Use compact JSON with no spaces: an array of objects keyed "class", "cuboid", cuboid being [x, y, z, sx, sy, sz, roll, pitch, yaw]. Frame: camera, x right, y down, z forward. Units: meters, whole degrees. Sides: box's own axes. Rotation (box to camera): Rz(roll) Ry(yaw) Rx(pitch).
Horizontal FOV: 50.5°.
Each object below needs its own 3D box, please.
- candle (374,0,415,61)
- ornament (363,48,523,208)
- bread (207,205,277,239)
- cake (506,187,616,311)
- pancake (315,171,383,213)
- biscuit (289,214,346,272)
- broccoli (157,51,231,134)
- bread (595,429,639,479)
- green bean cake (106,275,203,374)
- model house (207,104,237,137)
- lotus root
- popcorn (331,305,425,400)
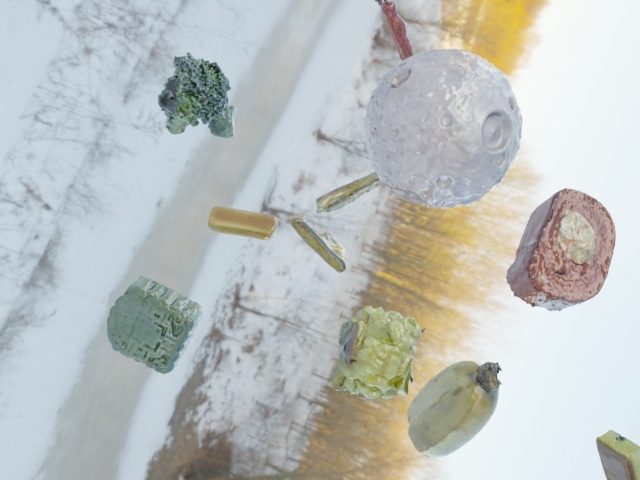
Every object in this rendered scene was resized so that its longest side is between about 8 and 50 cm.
[{"class":"candle","cuboid":[0.247,-0.576,2.006,0.329,0.051,0.048,58,46,-35]},{"class":"ornament","cuboid":[0.202,-0.177,1.095,0.225,0.259,0.260,14,-99,57]},{"class":"bread","cuboid":[-0.260,-0.054,2.294,0.074,0.239,0.093,86,18,-56]},{"class":"cake","cuboid":[0.556,0.030,1.558,0.151,0.176,0.283,114,1,-74]},{"class":"pancake","cuboid":[0.100,-0.153,2.110,0.265,0.057,0.244,-26,-174,6]},{"class":"biscuit","cuboid":[0.000,0.000,1.631,0.039,0.174,0.183,-46,-177,9]},{"class":"broccoli","cuboid":[-0.309,-0.311,1.576,0.304,0.145,0.165,-17,-129,66]},{"class":"bread","cuboid":[0.595,0.475,1.300,0.049,0.226,0.088,-28,-159,-17]},{"class":"green bean cake","cuboid":[-0.467,0.235,1.883,0.223,0.227,0.125,-63,178,18]},{"class":"model house","cuboid":[-0.257,-0.305,1.758,0.066,0.078,0.084,15,74,-78]},{"class":"lotus root","cuboid":[0.324,0.385,1.597,0.343,0.151,0.169,-54,-162,36]},{"class":"popcorn","cuboid":[0.118,0.237,1.411,0.218,0.169,0.189,166,-67,-87]}]
